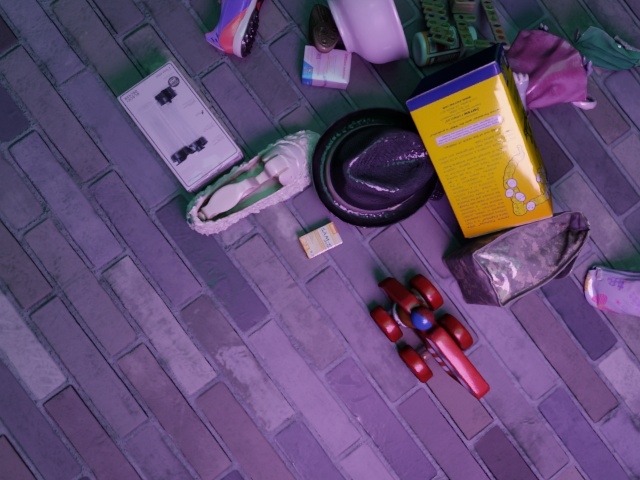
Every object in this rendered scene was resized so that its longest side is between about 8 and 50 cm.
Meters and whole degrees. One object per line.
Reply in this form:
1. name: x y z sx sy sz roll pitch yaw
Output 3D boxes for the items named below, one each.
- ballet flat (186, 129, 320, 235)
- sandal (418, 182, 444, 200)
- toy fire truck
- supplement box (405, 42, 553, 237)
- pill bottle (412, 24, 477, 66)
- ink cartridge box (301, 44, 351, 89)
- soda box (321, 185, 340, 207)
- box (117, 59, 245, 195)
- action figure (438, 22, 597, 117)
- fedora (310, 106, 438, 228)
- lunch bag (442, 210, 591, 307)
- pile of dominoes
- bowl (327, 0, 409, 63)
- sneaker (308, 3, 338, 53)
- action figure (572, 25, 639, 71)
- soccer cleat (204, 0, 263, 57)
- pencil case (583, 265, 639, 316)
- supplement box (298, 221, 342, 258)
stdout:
1. ballet flat: -0.152 -0.142 1.137 0.409 0.147 0.147 -35 90 -5
2. sandal: 0.245 -0.156 1.213 0.179 0.040 0.067 26 91 -16
3. toy fire truck: 0.256 0.214 1.081 0.169 0.254 0.302 -37 90 -5
4. supplement box: 0.368 -0.218 1.035 0.195 0.194 0.356 -17 114 32
5. pill bottle: 0.326 -0.516 1.209 0.152 0.086 0.086 -13 88 -5
6. ink cartridge box: 0.016 -0.453 1.203 0.122 0.052 0.088 6 87 -2
7. soda box: 0.075 -0.167 1.189 0.061 0.058 0.181 41 85 -1
8. box: -0.345 -0.277 1.154 0.169 0.087 0.290 -39 89 -5
9. action figure: 0.482 -0.366 1.195 0.370 0.248 0.276 -43 131 6
10. fedora: 0.149 -0.180 1.091 0.334 0.152 0.334 0 92 -11
11. lunch bag: 0.481 0.035 1.114 0.287 0.235 0.169 -29 86 -5
12. pile of dominoes: 0.368 -0.580 1.174 0.196 0.040 0.251 1 54 -2
13. bowl: 0.100 -0.553 1.113 0.134 0.298 0.297 -21 88 12
14. sneaker: 0.003 -0.518 1.161 0.066 0.071 0.188 8 54 -14
15. action figure: 0.770 -0.504 1.231 0.232 0.137 0.063 11 74 -11
16. soccer cleat: -0.197 -0.636 1.176 0.116 0.108 0.318 18 88 2
17. pencil case: 0.782 0.124 1.114 0.114 0.273 0.124 -19 95 -11
18. supplement box: 0.000 0.000 1.186 0.098 0.036 0.062 -26 89 -5
